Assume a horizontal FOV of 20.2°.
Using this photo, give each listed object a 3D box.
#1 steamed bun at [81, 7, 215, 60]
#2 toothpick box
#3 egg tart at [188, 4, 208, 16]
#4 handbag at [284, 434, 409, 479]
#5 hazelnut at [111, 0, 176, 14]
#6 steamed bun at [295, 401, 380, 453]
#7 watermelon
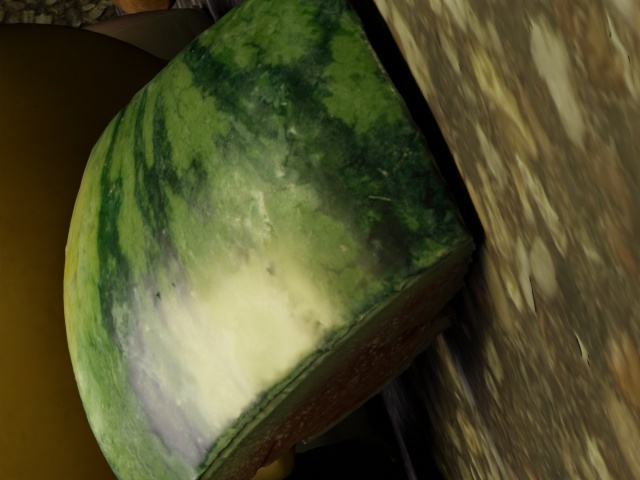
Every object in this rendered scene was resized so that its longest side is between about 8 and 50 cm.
[{"bbox_3d":[-0.127,-0.120,1.522,0.170,0.153,0.239,63,-171,-2],"label":"steamed bun"},{"bbox_3d":[-0.213,0.066,1.177,0.409,0.425,0.408,-18,-90,-75],"label":"toothpick box"},{"bbox_3d":[-0.111,-0.157,1.679,0.129,0.049,0.128,161,90,-84],"label":"egg tart"},{"bbox_3d":[0.010,0.290,1.280,0.241,0.222,0.263,-120,8,-84],"label":"handbag"},{"bbox_3d":[-0.175,-0.264,1.796,0.086,0.086,0.086,159,90,-84],"label":"hazelnut"},{"bbox_3d":[-0.059,0.185,1.498,0.166,0.232,0.273,-109,0,-59],"label":"steamed bun"},{"bbox_3d":[0.000,0.000,0.920,0.262,0.201,0.212,-42,61,38],"label":"watermelon"}]
